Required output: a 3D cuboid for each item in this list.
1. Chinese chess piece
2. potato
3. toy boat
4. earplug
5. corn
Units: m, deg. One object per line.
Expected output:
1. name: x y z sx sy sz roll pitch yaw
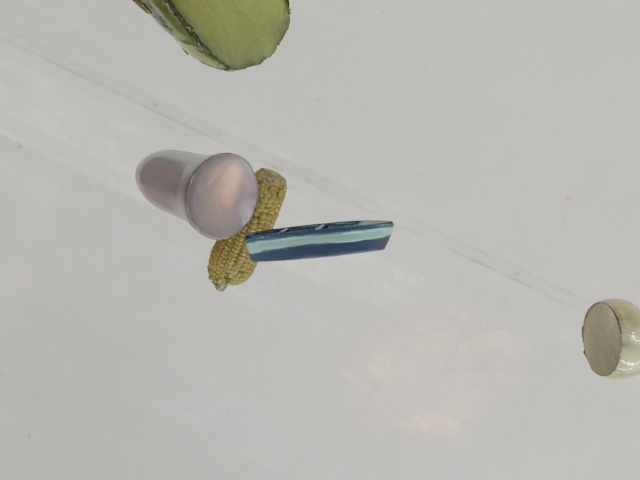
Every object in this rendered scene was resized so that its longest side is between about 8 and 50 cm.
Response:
1. Chinese chess piece: 0.442 0.147 1.048 0.051 0.122 0.122 2 107 -7
2. potato: -0.153 -0.292 0.733 0.111 0.160 0.271 6 149 37
3. toy boat: 0.000 0.000 1.398 0.299 0.096 0.062 -5 96 12
4. earplug: -0.289 -0.118 1.452 0.301 0.172 0.172 18 114 43
5. corn: -0.174 -0.019 1.632 0.119 0.119 0.322 24 112 -3
